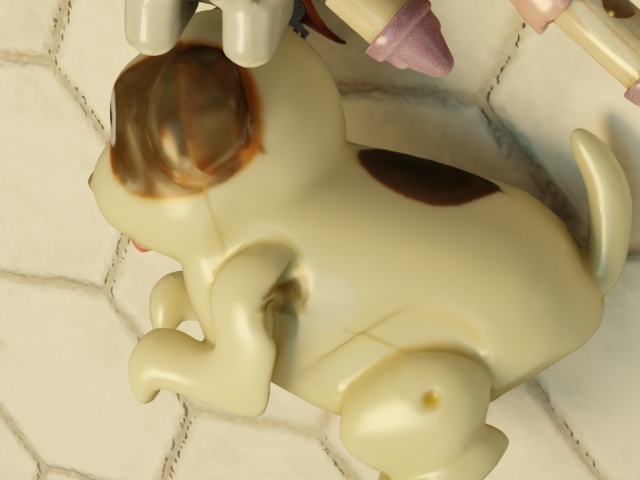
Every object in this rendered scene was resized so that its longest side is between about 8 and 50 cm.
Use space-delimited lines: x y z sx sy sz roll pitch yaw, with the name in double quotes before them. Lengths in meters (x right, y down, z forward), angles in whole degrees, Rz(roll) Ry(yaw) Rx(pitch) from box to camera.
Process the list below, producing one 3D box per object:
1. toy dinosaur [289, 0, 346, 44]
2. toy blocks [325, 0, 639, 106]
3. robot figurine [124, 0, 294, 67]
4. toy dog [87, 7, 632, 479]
"toy dinosaur" -0.024 -0.206 1.575 0.090 0.047 0.082 -1 114 -4
"toy blocks" 0.203 -0.188 1.257 0.260 0.288 0.309 41 132 -1
"robot figurine" -0.066 -0.303 1.315 0.300 0.200 0.353 5 114 2
"toy dog" 0.000 0.000 1.498 0.408 0.284 0.395 42 119 -8
